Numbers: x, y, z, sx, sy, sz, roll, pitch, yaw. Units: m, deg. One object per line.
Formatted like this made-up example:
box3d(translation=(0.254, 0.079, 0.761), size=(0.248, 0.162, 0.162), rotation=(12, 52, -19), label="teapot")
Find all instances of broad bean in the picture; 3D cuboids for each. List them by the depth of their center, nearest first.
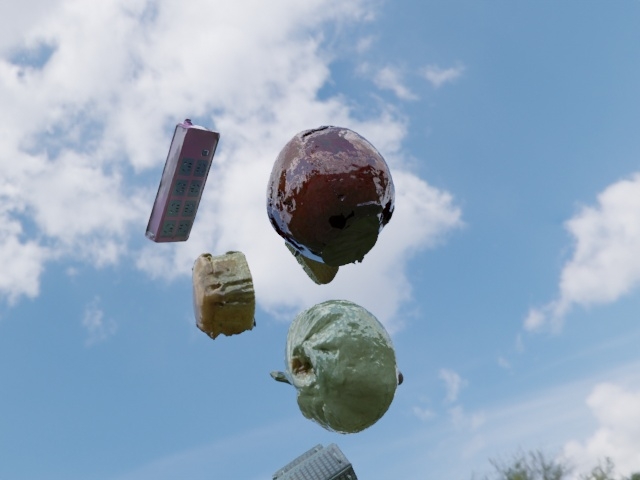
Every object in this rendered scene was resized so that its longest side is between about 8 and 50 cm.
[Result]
box3d(translation=(-0.077, 0.516, 2.341), size=(0.227, 0.069, 0.039), rotation=(12, -79, -1), label="broad bean")

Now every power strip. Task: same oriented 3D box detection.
box3d(translation=(-0.293, -0.118, 1.360), size=(0.109, 0.038, 0.278), rotation=(-3, -65, -60), label="power strip")

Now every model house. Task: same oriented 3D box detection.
box3d(translation=(-0.017, 0.744, 1.938), size=(0.224, 0.198, 0.215), rotation=(-27, -12, -19), label="model house")

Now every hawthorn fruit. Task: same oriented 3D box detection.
box3d(translation=(0.028, -0.097, 1.388), size=(0.316, 0.316, 0.315), rotation=(-15, -44, -15), label="hawthorn fruit")

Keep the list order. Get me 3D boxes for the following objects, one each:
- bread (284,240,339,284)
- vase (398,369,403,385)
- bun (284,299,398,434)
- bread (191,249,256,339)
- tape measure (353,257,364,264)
box3d(translation=(0.000, 0.000, 1.963), size=(0.207, 0.056, 0.286), rotation=(-49, -44, -20), label="bread")
box3d(translation=(0.177, 0.368, 1.692), size=(0.101, 0.053, 0.053), rotation=(4, -50, -52), label="vase")
box3d(translation=(0.017, 0.184, 0.923), size=(0.118, 0.195, 0.195), rotation=(-5, -46, -45), label="bun")
box3d(translation=(-0.265, 0.153, 1.791), size=(0.175, 0.251, 0.133), rotation=(-5, -3, -19), label="bread")
box3d(translation=(0.058, 0.020, 1.674), size=(0.091, 0.094, 0.054), rotation=(14, -67, -38), label="tape measure")
